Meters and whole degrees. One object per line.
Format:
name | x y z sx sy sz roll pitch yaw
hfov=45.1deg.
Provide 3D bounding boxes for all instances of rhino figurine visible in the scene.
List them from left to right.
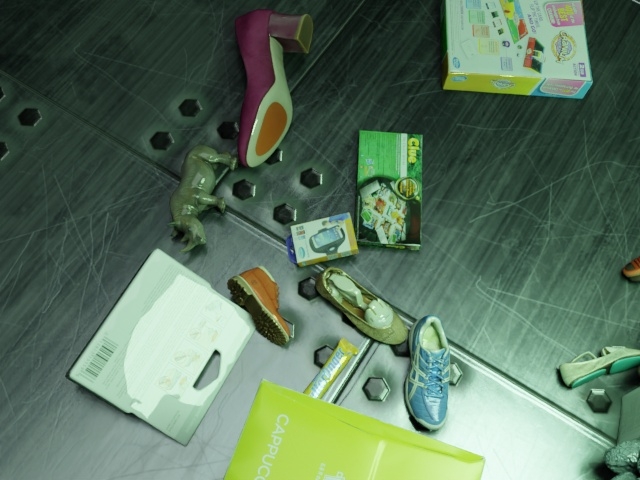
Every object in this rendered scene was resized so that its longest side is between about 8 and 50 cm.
rhino figurine | -0.239 -0.084 1.515 0.106 0.073 0.243 14 67 -1

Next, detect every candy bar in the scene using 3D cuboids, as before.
candy bar | 0.010 0.250 1.406 0.040 0.018 0.161 35 67 12

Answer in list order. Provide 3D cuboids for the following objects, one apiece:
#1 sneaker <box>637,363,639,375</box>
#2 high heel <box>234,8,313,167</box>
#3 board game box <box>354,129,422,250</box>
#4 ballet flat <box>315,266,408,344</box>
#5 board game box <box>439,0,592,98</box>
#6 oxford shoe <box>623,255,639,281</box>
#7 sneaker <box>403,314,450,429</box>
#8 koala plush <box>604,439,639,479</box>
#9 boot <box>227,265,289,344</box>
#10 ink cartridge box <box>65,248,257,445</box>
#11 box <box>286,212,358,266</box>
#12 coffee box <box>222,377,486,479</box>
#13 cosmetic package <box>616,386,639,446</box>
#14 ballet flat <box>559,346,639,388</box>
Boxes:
sneaker | 0.633 0.223 1.391 0.071 0.066 0.188 52 37 12
high heel | -0.147 -0.323 1.632 0.181 0.127 0.377 7 64 25
board game box | 0.139 -0.106 1.573 0.136 0.030 0.259 4 65 1
ballet flat | 0.076 0.120 1.442 0.206 0.067 0.073 33 66 11
board game box | 0.431 -0.442 1.725 0.317 0.064 0.242 4 65 -2
oxford shoe | 0.730 0.053 1.486 0.272 0.097 0.098 -14 102 16
sneaker | 0.194 0.233 1.391 0.080 0.081 0.211 0 67 -6
koala plush | 0.465 0.465 1.256 0.221 0.203 0.196 -22 90 16
boot | -0.095 0.118 1.440 0.085 0.059 0.158 -31 83 -42
ink cartridge box | -0.278 0.192 1.395 0.239 0.060 0.275 37 66 -14
box | 0.000 0.000 1.503 0.136 0.028 0.081 -13 66 3
coffee box | 0.008 0.448 1.140 0.338 0.334 0.337 19 65 5
cosmetic package | 0.580 0.290 1.302 0.061 0.239 0.098 17 66 4
ballet flat | 0.523 0.223 1.432 0.168 0.057 0.052 -16 55 -11
